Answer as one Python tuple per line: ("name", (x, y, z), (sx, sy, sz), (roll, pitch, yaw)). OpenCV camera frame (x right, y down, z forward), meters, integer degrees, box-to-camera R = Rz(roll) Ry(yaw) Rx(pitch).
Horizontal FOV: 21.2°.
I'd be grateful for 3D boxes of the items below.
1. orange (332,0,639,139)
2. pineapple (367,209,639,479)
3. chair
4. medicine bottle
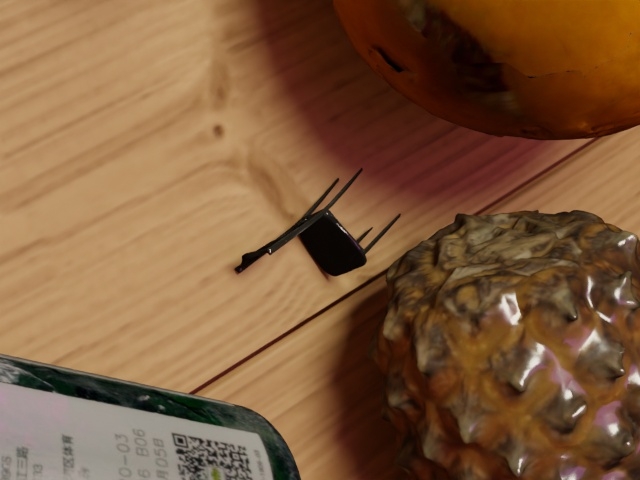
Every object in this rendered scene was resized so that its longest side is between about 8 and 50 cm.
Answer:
("orange", (0.109, -0.169, 0.838), (0.246, 0.246, 0.246), (3, 85, -34))
("pineapple", (0.133, 0.163, 0.896), (0.175, 0.175, 0.361), (-28, 115, -33))
("chair", (0.001, 0.002, 0.873), (0.086, 0.037, 0.042), (-39, 97, -34))
("medicine bottle", (-0.158, 0.111, 0.692), (0.293, 0.141, 0.141), (16, 78, -34))
